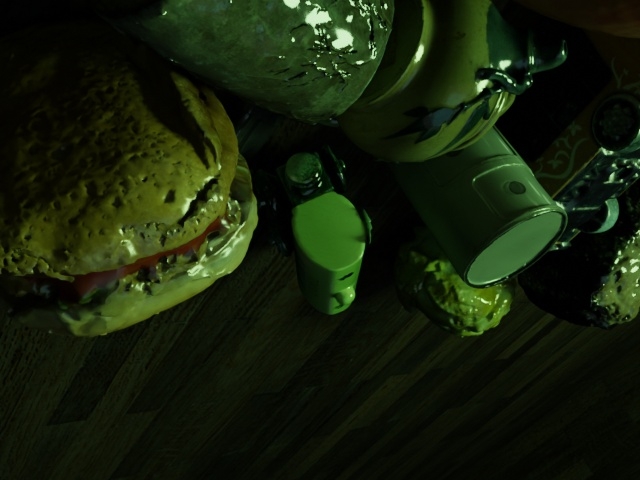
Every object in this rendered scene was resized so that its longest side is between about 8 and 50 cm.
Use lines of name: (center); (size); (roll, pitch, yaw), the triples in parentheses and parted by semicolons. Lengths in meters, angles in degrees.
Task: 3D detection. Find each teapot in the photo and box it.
teapot: (0.098, -0.147, 0.674); (0.182, 0.173, 0.269); (17, 159, -40)

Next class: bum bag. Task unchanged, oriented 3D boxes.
bum bag: (-0.109, -0.078, 0.728); (0.197, 0.049, 0.087); (-46, 167, 21)

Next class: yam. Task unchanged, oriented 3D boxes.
yam: (-0.049, -0.179, 0.524); (0.154, 0.154, 0.254); (-43, 148, 23)

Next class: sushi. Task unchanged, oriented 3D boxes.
sushi: (0.442, -0.023, 1.041); (0.350, 0.171, 0.211); (-47, 137, -20)

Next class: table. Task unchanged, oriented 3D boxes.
table: (0.156, -0.071, 0.785); (0.126, 0.220, 0.126); (-21, 149, -14)

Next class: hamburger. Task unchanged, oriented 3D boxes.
hamburger: (-0.171, -0.044, 0.553); (0.244, 0.244, 0.163); (-20, 152, -14)

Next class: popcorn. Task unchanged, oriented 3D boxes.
popcorn: (0.208, 0.044, 1.042); (0.198, 0.198, 0.212); (-14, 139, -25)

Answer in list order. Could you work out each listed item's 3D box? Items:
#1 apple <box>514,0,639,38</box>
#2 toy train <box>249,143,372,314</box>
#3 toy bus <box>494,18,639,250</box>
apple: (0.205, -0.287, 0.384); (0.364, 0.364, 0.364); (-21, 149, -14)
toy train: (0.000, 0.000, 0.792); (0.105, 0.157, 0.253); (-23, 164, -8)
toy bus: (0.310, -0.142, 0.837); (0.162, 0.194, 0.323); (-4, 145, -35)
